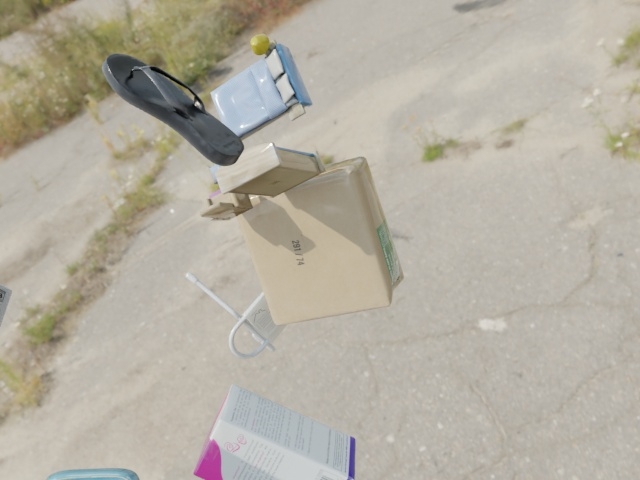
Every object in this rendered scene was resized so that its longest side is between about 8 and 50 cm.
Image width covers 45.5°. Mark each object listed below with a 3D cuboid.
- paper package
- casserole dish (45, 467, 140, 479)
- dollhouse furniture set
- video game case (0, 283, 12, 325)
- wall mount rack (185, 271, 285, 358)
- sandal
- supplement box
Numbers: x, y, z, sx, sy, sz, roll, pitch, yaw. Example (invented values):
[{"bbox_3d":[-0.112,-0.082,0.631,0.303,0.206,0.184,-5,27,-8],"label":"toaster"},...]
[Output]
[{"bbox_3d":[0.000,0.000,1.743,0.309,0.325,0.168,-12,15,23],"label":"paper package"},{"bbox_3d":[-0.394,0.448,1.303,0.188,0.037,0.114,0,70,-8],"label":"casserole dish"},{"bbox_3d":[-0.179,-0.234,1.542,0.286,0.303,0.198,-25,-11,23],"label":"dollhouse furniture set"},{"bbox_3d":[-0.685,0.135,1.424,0.023,0.201,0.183,-10,57,28],"label":"video game case"},{"bbox_3d":[-0.163,0.121,2.004,0.350,0.304,0.130,-49,31,-12],"label":"wall mount rack"},{"bbox_3d":[-0.220,-0.216,1.186,0.054,0.254,0.097,-54,1,35],"label":"sandal"},{"bbox_3d":[-0.067,0.332,1.177,0.111,0.220,0.114,-62,7,19],"label":"supplement box"}]
